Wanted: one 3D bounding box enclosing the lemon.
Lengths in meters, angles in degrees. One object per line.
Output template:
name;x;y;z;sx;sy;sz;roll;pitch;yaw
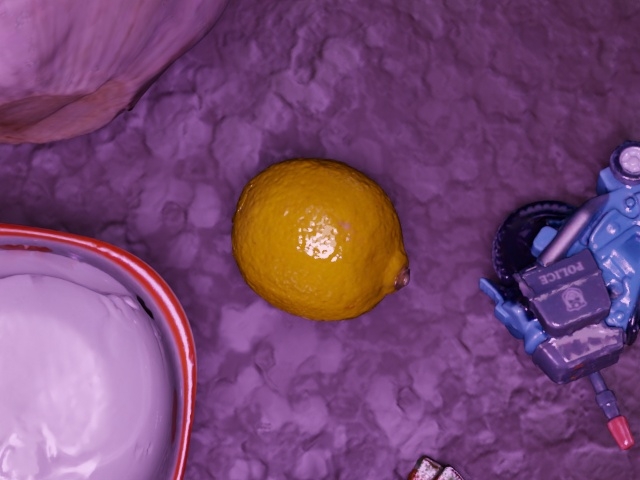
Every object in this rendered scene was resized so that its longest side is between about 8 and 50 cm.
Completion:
lemon;0.000;0.000;1.151;0.133;0.109;0.109;20;90;13

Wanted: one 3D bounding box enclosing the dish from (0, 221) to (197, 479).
dish;-0.200;0.106;1.141;0.256;0.117;0.256;0;90;-2

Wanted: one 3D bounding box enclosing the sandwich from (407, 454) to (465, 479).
sandwich;0.080;0.223;1.193;0.067;0.029;0.135;16;91;4

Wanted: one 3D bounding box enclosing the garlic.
garlic;-0.199;-0.194;1.048;0.317;0.317;0.259;-18;79;-1

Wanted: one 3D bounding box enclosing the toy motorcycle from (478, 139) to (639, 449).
toy motorcycle;0.252;0.020;1.159;0.272;0.123;0.182;-23;69;-3
